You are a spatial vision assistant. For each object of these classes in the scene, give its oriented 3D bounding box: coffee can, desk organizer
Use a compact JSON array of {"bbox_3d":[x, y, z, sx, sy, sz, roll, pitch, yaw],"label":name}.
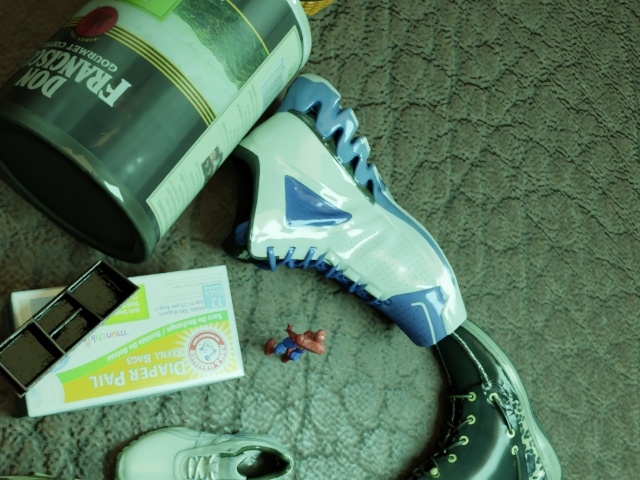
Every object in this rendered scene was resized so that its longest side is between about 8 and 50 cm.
[{"bbox_3d":[-0.165,-0.145,0.858,0.201,0.201,0.275,40,66,-11],"label":"coffee can"},{"bbox_3d":[-0.218,0.071,0.754,0.047,0.050,0.130,48,64,-7],"label":"desk organizer"}]

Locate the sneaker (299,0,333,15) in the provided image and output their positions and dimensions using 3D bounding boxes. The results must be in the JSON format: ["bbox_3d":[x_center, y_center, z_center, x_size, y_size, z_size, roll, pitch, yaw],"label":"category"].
[{"bbox_3d":[-0.095,-0.339,0.991,0.262,0.099,0.121,12,70,-22],"label":"sneaker"}]

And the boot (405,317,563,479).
[{"bbox_3d":[0.150,0.218,0.982,0.178,0.085,0.236,-31,92,-24],"label":"boot"}]

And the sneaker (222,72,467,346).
[{"bbox_3d":[-0.001,-0.001,0.954,0.182,0.127,0.316,-36,97,-15],"label":"sneaker"}]

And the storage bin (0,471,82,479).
[{"bbox_3d":[-0.151,0.279,0.737,0.260,0.262,0.123,20,71,-19],"label":"storage bin"}]

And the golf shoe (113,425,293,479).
[{"bbox_3d":[-0.110,0.216,0.867,0.176,0.086,0.069,-1,81,-22],"label":"golf shoe"}]

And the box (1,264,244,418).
[{"bbox_3d":[-0.189,0.097,0.848,0.203,0.103,0.114,-8,82,-25],"label":"box"}]

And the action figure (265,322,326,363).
[{"bbox_3d":[-0.022,0.105,0.912,0.038,0.115,0.030,32,68,-15],"label":"action figure"}]
